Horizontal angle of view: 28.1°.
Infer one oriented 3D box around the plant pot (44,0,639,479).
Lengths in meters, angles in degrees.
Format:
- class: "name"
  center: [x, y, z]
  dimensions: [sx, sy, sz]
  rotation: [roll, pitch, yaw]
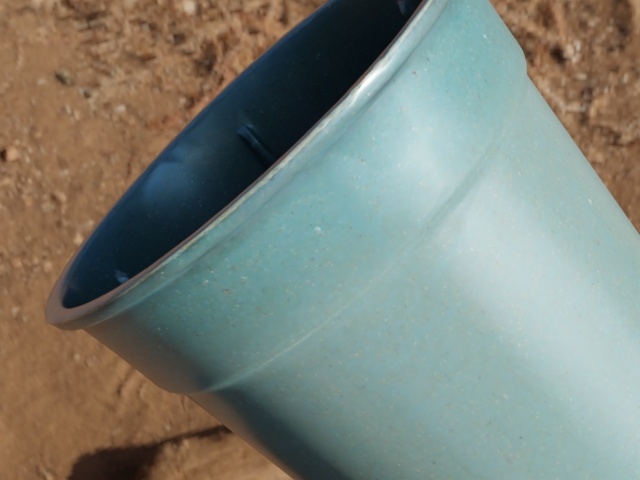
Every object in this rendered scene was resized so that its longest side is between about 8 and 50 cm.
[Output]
- class: "plant pot"
  center: [0.065, 0.039, 0.824]
  dimensions: [0.334, 0.341, 0.341]
  rotation: [46, 59, -15]
